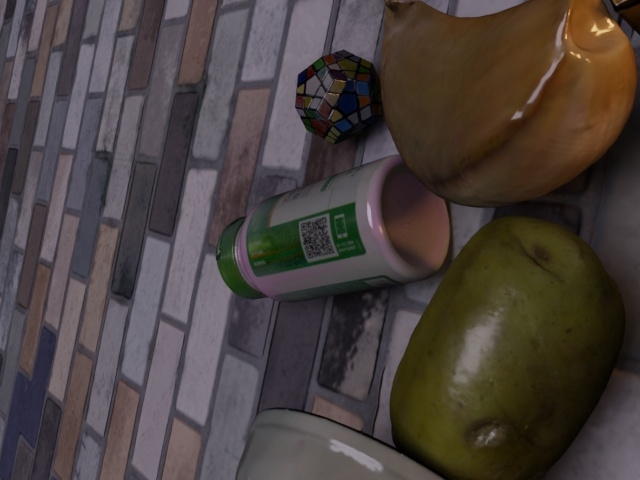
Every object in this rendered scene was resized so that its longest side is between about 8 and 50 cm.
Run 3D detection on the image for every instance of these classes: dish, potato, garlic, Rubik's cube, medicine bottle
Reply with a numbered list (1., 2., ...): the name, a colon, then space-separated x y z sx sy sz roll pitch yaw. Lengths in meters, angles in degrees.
1. dish: 0.032 0.269 0.520 0.303 0.303 0.120 -3 42 46
2. potato: 0.146 0.102 0.506 0.149 0.197 0.228 31 89 14
3. garlic: 0.143 -0.149 0.578 0.338 0.151 0.196 -126 31 -60
4. Rubik's cube: 0.023 -0.172 0.753 0.111 0.093 0.111 -11 75 46
5. medicine bottle: 0.000 0.000 0.715 0.274 0.133 0.133 -16 71 43

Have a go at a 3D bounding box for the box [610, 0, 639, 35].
1. box: 0.250 -0.258 0.486 0.071 0.159 0.240 -27 62 38
